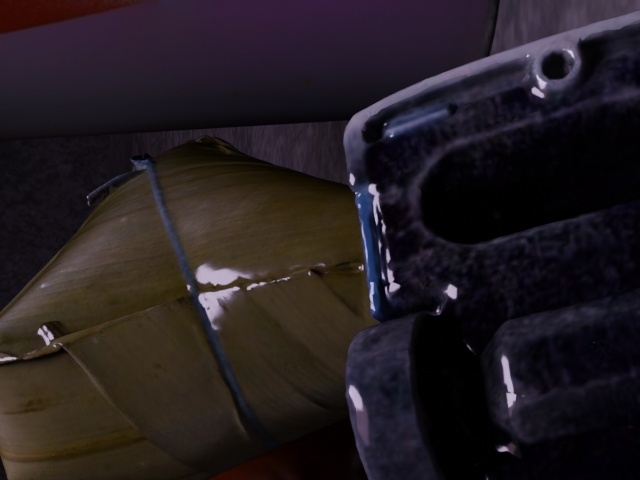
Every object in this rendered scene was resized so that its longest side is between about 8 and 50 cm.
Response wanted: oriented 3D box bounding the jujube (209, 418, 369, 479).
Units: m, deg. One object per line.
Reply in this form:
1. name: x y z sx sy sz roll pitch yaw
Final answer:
1. jujube: -0.023 0.108 0.834 0.236 0.168 0.168 -66 -16 -65

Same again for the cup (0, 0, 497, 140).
1. cup: -0.075 -0.131 0.743 0.203 0.288 0.203 -178 90 -78

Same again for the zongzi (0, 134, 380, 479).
1. zongzi: 0.000 0.000 0.680 0.115 0.256 0.228 63 -162 -17

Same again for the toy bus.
1. toy bus: 0.082 0.079 0.343 0.133 0.116 0.234 42 -142 -56
